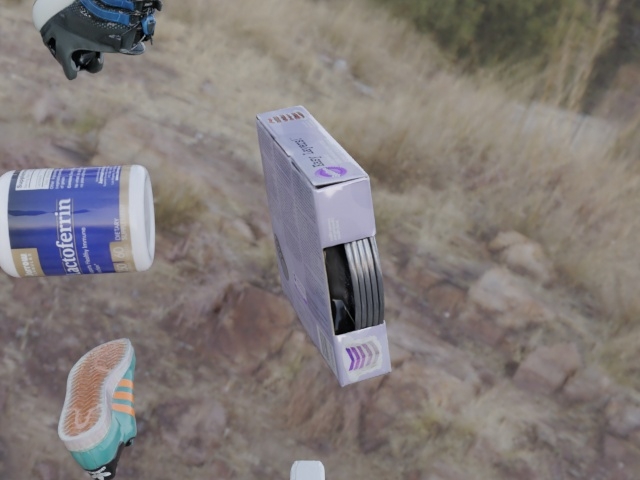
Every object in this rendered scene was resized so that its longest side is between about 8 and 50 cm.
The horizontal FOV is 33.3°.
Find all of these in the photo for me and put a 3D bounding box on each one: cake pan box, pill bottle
[{"bbox_3d":[0.000,0.000,1.219,0.070,0.246,0.267,-15,26,-11],"label":"cake pan box"},{"bbox_3d":[-0.372,-0.025,1.502,0.264,0.153,0.153,-3,22,-3],"label":"pill bottle"}]

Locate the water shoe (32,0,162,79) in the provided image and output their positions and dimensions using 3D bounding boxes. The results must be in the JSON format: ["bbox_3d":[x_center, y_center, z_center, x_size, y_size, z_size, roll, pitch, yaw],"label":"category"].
[{"bbox_3d":[-0.146,-0.191,0.849,0.073,0.203,0.080,-31,99,-47],"label":"water shoe"}]

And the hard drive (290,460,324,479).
[{"bbox_3d":[-0.021,0.487,1.331,0.047,0.353,0.233,1,28,-1],"label":"hard drive"}]

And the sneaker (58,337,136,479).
[{"bbox_3d":[-0.370,0.288,1.834,0.108,0.121,0.302,-13,28,10],"label":"sneaker"}]
